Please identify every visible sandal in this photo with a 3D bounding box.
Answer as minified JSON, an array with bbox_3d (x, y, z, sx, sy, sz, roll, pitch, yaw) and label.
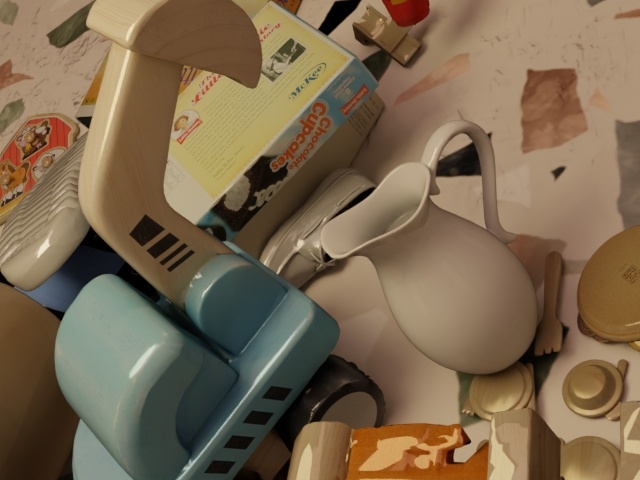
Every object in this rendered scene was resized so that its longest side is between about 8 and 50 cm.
[{"bbox_3d":[-0.330,-0.027,1.283,0.169,0.102,0.416,-38,22,12],"label":"sandal"}]

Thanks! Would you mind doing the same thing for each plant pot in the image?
[{"bbox_3d":[-0.407,0.209,1.123,0.323,0.323,0.280,11,51,40],"label":"plant pot"}]

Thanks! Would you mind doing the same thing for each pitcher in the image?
[{"bbox_3d":[0.125,0.010,0.891,0.178,0.207,0.125,-47,29,-4],"label":"pitcher"}]

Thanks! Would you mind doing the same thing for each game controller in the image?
[{"bbox_3d":[-0.328,0.055,1.305,0.319,0.067,0.166,11,68,40],"label":"game controller"}]

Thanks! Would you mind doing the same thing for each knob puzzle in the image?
[{"bbox_3d":[-0.464,-0.135,1.561,0.213,0.030,0.213,-19,51,26],"label":"knob puzzle"}]

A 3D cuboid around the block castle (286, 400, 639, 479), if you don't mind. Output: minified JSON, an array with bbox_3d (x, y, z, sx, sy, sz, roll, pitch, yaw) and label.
[{"bbox_3d":[0.203,0.250,0.615,0.453,0.303,0.213,-10,56,32],"label":"block castle"}]

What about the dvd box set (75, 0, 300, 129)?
[{"bbox_3d":[-0.167,-0.343,1.461,0.308,0.062,0.420,4,64,39],"label":"dvd box set"}]

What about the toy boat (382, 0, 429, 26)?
[{"bbox_3d":[0.130,-0.398,1.176,0.267,0.148,0.318,-3,41,34],"label":"toy boat"}]

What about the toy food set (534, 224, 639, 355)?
[{"bbox_3d":[0.289,0.044,0.885,0.192,0.038,0.132,-18,45,40],"label":"toy food set"}]

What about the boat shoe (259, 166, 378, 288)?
[{"bbox_3d":[0.000,0.000,1.110,0.184,0.066,0.063,-48,43,-14],"label":"boat shoe"}]

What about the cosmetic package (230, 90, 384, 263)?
[{"bbox_3d":[-0.074,-0.080,1.179,0.160,0.113,0.309,16,71,42],"label":"cosmetic package"}]

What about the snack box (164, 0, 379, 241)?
[{"bbox_3d":[-0.106,-0.109,1.100,0.322,0.060,0.187,-46,46,0],"label":"snack box"}]

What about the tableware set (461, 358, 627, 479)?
[{"bbox_3d":[0.199,0.169,0.873,0.169,0.020,0.141,-6,57,35],"label":"tableware set"}]

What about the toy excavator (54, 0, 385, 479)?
[{"bbox_3d":[-0.126,0.052,0.890,0.433,0.445,0.222,-52,46,-5],"label":"toy excavator"}]

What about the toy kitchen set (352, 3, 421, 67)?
[{"bbox_3d":[0.094,-0.265,1.238,0.083,0.075,0.068,39,91,5],"label":"toy kitchen set"}]
